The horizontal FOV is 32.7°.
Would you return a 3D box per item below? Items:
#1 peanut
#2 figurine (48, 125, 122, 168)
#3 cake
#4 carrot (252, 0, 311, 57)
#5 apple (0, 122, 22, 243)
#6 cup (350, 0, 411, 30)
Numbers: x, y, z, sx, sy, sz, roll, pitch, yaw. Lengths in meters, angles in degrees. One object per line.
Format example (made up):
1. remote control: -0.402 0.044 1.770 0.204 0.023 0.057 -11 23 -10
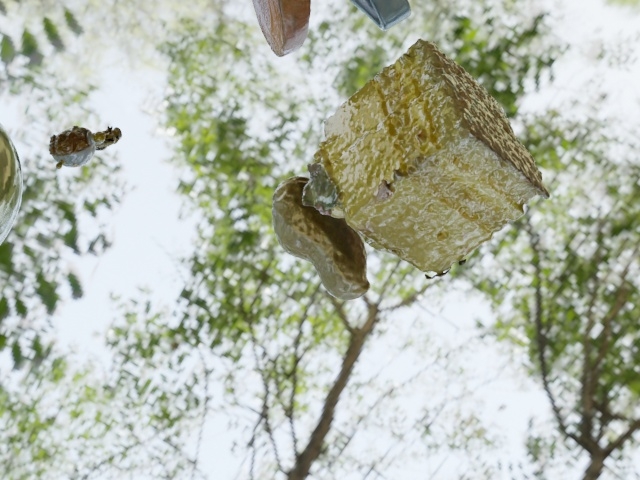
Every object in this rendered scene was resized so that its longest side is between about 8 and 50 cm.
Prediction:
1. peanut: 0.000 0.000 1.835 0.120 0.110 0.236 -21 -106 -46
2. figurine: -0.401 -0.164 1.846 0.101 0.068 0.143 -7 -166 10
3. cake: 0.132 -0.093 1.560 0.227 0.286 0.222 34 -152 -38
4. carrot: -0.091 -0.548 2.423 0.100 0.307 0.258 -15 -122 -11
5. apple: -0.650 -0.107 1.473 0.474 0.473 0.473 25 -154 -13
6. cup: 0.011 -0.533 1.841 0.257 0.331 0.311 -8 -149 -16
